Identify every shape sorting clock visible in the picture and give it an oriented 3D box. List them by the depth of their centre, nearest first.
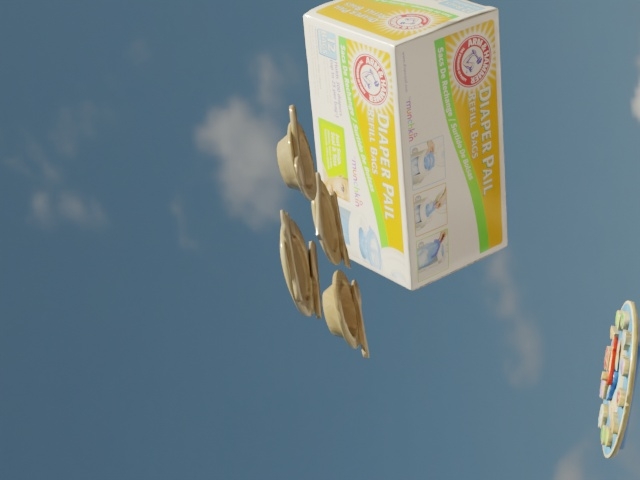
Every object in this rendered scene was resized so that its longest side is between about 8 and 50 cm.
[{"bbox_3d":[0.386,0.180,1.964,0.206,0.040,0.206,9,-90,-83],"label":"shape sorting clock"}]

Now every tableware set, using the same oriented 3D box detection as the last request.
[{"bbox_3d":[0.000,0.000,1.022,0.169,0.020,0.141,53,-153,-60],"label":"tableware set"}]

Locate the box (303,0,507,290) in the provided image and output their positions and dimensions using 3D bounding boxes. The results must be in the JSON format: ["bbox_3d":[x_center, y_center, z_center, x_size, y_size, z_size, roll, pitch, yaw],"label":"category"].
[{"bbox_3d":[0.067,-0.083,1.163,0.103,0.114,0.203,-23,-59,-31],"label":"box"}]
